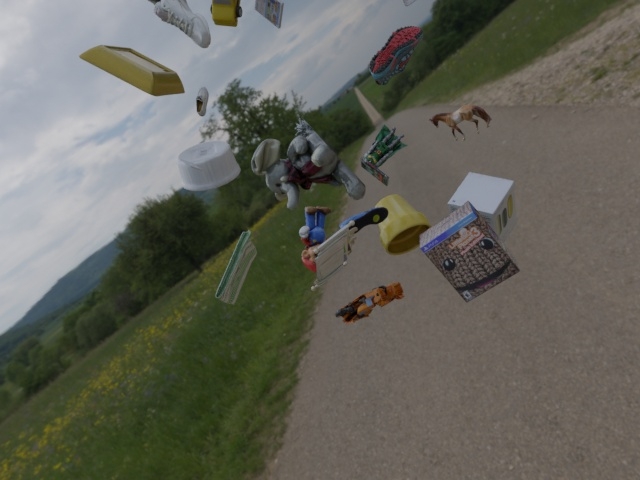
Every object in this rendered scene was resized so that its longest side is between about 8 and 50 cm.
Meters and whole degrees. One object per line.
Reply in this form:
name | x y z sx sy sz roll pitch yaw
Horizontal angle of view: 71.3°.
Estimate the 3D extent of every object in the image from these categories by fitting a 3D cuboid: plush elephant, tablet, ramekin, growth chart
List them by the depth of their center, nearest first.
growth chart | 0.041 0.048 1.341 0.172 0.021 0.237 -34 -29 -23
plush elephant | -0.070 -0.221 1.446 0.255 0.330 0.272 -43 -34 9
tablet | -0.467 -0.274 1.614 0.006 0.054 0.083 -58 -14 9
ramekin | -0.520 -0.350 2.049 0.278 0.135 0.277 -9 33 6

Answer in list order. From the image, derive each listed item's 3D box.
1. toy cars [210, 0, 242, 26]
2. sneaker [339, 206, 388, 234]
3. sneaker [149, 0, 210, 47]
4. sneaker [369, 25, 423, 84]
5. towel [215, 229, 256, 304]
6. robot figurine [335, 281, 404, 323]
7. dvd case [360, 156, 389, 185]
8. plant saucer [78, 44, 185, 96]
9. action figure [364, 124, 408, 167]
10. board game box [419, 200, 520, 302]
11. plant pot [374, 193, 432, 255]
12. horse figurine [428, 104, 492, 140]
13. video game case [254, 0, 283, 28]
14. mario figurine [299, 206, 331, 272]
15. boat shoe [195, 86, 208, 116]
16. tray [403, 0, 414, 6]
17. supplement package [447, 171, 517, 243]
toy cars | -0.226 -0.860 1.409 0.394 0.176 0.087 -40 -3 11
sneaker | 0.172 -0.089 1.798 0.210 0.069 0.082 -25 25 -16
sneaker | -0.548 -0.854 1.727 0.152 0.305 0.114 -35 -9 -35
sneaker | 0.291 -0.707 1.714 0.262 0.104 0.125 -44 -28 -3
towel | -0.292 0.107 1.590 0.325 0.038 0.247 114 178 -76
robot figurine | 0.192 0.262 1.823 0.211 0.085 0.291 -11 -20 -43
dvd case | 0.189 -0.240 1.553 0.013 0.119 0.087 -50 -12 -2
plant saucer | -0.771 -0.732 1.892 0.080 0.333 0.332 -61 5 21
action figure | 0.257 -0.380 1.875 0.232 0.137 0.063 -48 -5 -20
board game box | 0.556 0.043 1.685 0.232 0.291 0.141 -39 10 23
plant pot | 0.391 -0.091 2.241 0.254 0.238 0.254 -19 -32 -12
horse figurine | 0.645 -0.543 2.017 0.263 0.174 0.066 -15 33 53
video game case | -0.168 -0.763 1.453 0.011 0.122 0.087 -36 -18 -31
mario figurine | 0.000 0.000 2.129 0.198 0.320 0.170 1 9 0
boat shoe | -0.393 -0.461 1.465 0.035 0.100 0.035 6 -4 11
tray | 0.265 -0.887 1.369 0.145 0.270 0.030 -33 33 6
supplement package | 0.698 -0.117 1.910 0.198 0.262 0.199 21 63 39
